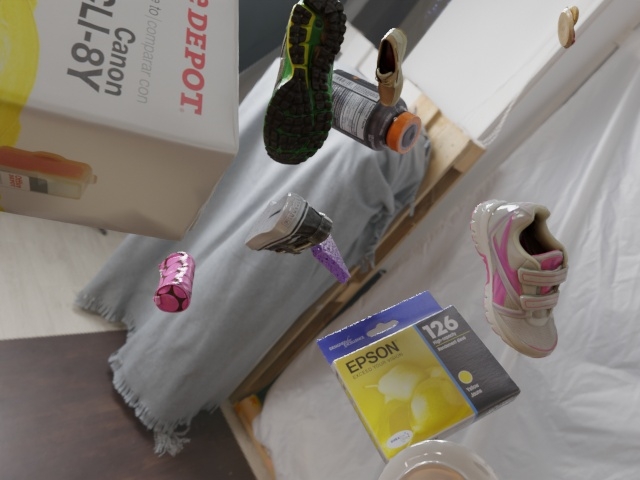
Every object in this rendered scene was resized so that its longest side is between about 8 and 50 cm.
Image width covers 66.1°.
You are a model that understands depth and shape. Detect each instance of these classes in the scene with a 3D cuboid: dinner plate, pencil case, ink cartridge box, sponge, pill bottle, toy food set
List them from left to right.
[{"bbox_3d":[-0.266,-0.182,0.390,0.385,0.160,0.279,11,61,-28],"label":"ink cartridge box"},{"bbox_3d":[-0.381,0.109,1.284,0.098,0.095,0.209,3,19,-13],"label":"pencil case"},{"bbox_3d":[0.000,0.000,1.161,0.117,0.031,0.210,44,14,-39],"label":"sponge"},{"bbox_3d":[0.106,-0.285,1.112,0.246,0.130,0.130,36,19,29],"label":"pill bottle"},{"bbox_3d":[0.189,0.254,1.015,0.304,0.072,0.307,-22,54,-16],"label":"ink cartridge box"},{"bbox_3d":[0.111,0.265,0.471,0.017,0.141,0.141,45,13,-48],"label":"dinner plate"},{"bbox_3d":[0.519,-0.447,1.033,0.082,0.020,0.083,-74,155,-68],"label":"toy food set"}]

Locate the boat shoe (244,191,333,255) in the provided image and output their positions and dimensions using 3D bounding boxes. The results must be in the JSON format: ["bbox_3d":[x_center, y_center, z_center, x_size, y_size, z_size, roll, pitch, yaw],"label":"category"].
[{"bbox_3d":[-0.072,-0.013,1.034,0.119,0.121,0.335,32,-10,-14],"label":"boat shoe"}]

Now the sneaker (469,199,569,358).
[{"bbox_3d":[0.308,0.055,0.734,0.103,0.111,0.252,-17,91,-23],"label":"sneaker"}]

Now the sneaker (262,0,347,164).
[{"bbox_3d":[-0.030,-0.319,1.005,0.134,0.343,0.146,13,21,-12],"label":"sneaker"}]

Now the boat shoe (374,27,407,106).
[{"bbox_3d":[0.114,-0.290,0.844,0.050,0.135,0.045,26,47,29],"label":"boat shoe"}]
